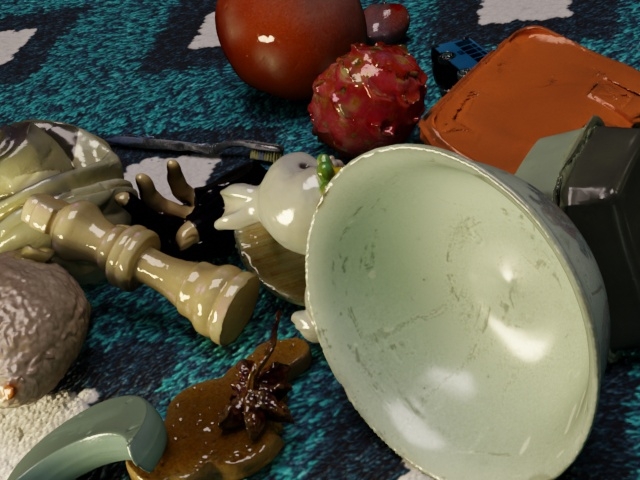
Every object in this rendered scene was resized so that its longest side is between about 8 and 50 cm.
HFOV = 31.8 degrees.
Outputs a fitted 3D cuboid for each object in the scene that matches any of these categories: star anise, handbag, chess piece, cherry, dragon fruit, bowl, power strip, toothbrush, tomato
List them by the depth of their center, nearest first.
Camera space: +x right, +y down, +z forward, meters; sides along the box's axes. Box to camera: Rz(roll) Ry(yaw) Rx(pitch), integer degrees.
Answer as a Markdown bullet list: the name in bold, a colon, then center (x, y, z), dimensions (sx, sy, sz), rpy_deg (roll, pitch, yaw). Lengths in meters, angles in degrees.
- **bowl**: center (0.200, 0.071, 1.362), dimensions (0.435, 0.434, 0.196), rpy_deg (21, 32, 40)
- **power strip**: center (-0.307, 0.278, 1.469), dimensions (0.253, 0.054, 0.167), rpy_deg (-23, 19, 22)
- **star anise**: center (-0.076, 0.178, 1.490), dimensions (0.097, 0.070, 0.190), rpy_deg (-9, 44, 24)
- **chess piece**: center (-0.288, 0.028, 1.712), dimensions (0.397, 0.117, 0.117), rpy_deg (24, 46, 17)
- **handbag**: center (0.366, -0.188, 1.864), dimensions (0.304, 0.116, 0.410), rpy_deg (27, 49, 23)
- **dragon fruit**: center (0.073, -0.236, 2.015), dimensions (0.205, 0.210, 0.268), rpy_deg (-14, -11, -40)
- **toothbrush**: center (-0.250, -0.183, 2.182), dimensions (0.414, 0.042, 0.035), rpy_deg (8, 2, 28)
- **tomato**: center (-0.054, -0.441, 2.240), dimensions (0.322, 0.321, 0.321), rpy_deg (-9, 34, 6)
- **cherry**: center (0.132, -0.462, 2.419), dimensions (0.106, 0.087, 0.126), rpy_deg (25, 67, 33)

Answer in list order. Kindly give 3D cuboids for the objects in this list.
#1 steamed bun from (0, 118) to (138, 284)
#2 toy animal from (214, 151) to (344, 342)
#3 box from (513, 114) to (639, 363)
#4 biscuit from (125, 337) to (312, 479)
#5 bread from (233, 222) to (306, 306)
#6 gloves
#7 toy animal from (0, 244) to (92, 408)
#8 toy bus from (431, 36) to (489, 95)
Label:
- **steamed bun**: center (-0.505, -0.083, 1.939), dimensions (0.347, 0.237, 0.394), rpy_deg (-36, 41, -29)
- **toy animal**: center (0.005, -0.005, 1.605), dimensions (0.310, 0.247, 0.183), rpy_deg (51, 40, 10)
- **box**: center (0.370, 0.000, 1.499), dimensions (0.166, 0.290, 0.220), rpy_deg (-5, 32, 36)
- **biscuit**: center (-0.119, 0.238, 1.522), dimensions (0.184, 0.047, 0.319), rpy_deg (11, 40, 27)
- **bread**: center (-0.006, 0.000, 1.764), dimensions (0.267, 0.040, 0.266), rpy_deg (3, 52, -4)
- **gloves**: center (-0.197, -0.044, 1.853), dimensions (0.301, 0.152, 0.197), rpy_deg (0, 20, -28)
- **toy animal**: center (-0.458, 0.123, 1.670), dimensions (0.227, 0.188, 0.358), rpy_deg (-26, 36, -9)
- **toy bus**: center (0.289, -0.314, 2.152), dimensions (0.106, 0.090, 0.184), rpy_deg (-19, 37, -11)
